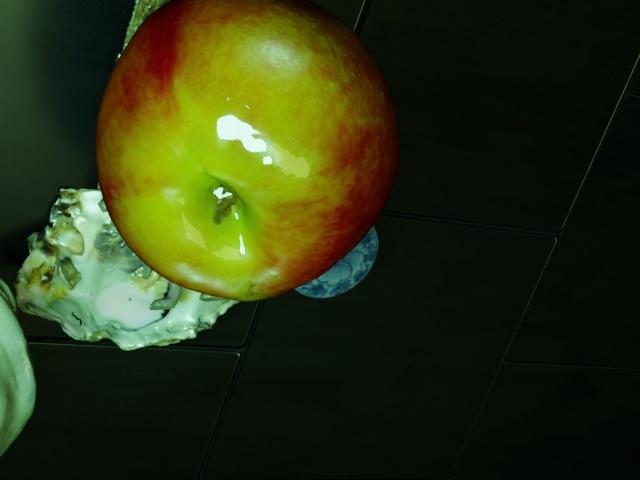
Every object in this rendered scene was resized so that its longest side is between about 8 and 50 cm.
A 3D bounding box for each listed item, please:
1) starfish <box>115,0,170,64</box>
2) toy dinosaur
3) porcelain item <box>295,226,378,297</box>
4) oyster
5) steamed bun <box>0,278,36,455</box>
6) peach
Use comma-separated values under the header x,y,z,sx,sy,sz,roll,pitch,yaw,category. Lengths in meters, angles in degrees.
x,y,z,sx,sy,sz,roll,pitch,yaw,category
-0.170,-0.421,1.403,0.384,0.132,0.398,-43,133,-4,starfish
-0.162,-0.011,1.631,0.251,0.199,0.072,-3,164,-18,toy dinosaur
0.000,0.000,1.756,0.147,0.114,0.147,-13,123,-21,porcelain item
-0.241,0.048,1.676,0.354,0.107,0.201,10,82,-26,oyster
-0.456,0.137,1.443,0.247,0.352,0.339,-4,99,-29,steamed bun
-0.082,-0.123,1.481,0.388,0.388,0.388,-14,125,-21,peach
